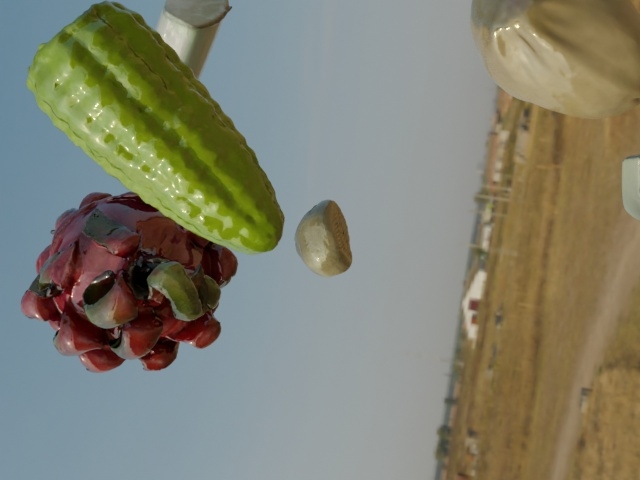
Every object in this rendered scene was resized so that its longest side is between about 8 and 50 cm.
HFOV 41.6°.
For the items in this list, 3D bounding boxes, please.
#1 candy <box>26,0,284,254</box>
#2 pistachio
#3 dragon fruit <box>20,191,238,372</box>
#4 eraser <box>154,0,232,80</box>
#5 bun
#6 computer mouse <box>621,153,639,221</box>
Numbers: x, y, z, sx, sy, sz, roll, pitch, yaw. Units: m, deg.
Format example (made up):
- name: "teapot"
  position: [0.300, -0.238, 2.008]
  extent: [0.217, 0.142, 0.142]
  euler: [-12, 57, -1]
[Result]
- name: "candy"
  position: [-0.105, -0.069, 0.586]
  extent: [0.097, 0.209, 0.097]
  euler: [-45, 4, 4]
- name: "pistachio"
  position: [0.368, -0.291, 1.250]
  extent: [0.207, 0.332, 0.226]
  euler: [-60, 13, 20]
- name: "dragon fruit"
  position: [-0.192, 0.051, 0.864]
  extent: [0.272, 0.219, 0.198]
  euler: [-113, 28, -60]
- name: "eraser"
  position: [-0.264, -0.306, 1.517]
  extent: [0.189, 0.104, 0.290]
  euler: [-77, 14, -56]
- name: "bun"
  position: [0.000, 0.000, 1.822]
  extent: [0.173, 0.114, 0.166]
  euler: [17, -122, -75]
- name: "computer mouse"
  position: [0.531, -0.076, 1.356]
  extent: [0.056, 0.089, 0.181]
  euler: [-62, -36, -29]
